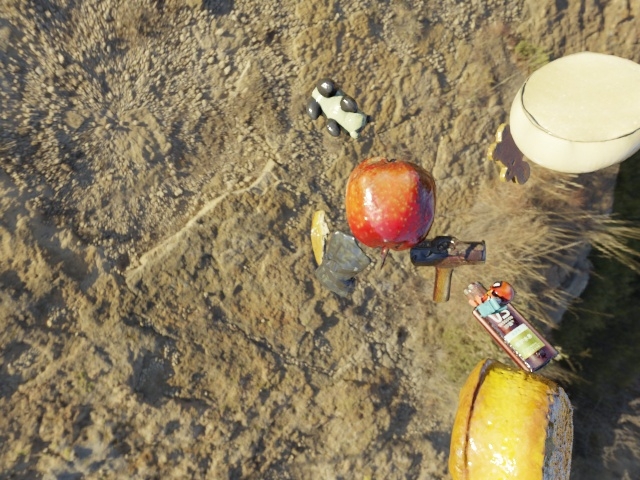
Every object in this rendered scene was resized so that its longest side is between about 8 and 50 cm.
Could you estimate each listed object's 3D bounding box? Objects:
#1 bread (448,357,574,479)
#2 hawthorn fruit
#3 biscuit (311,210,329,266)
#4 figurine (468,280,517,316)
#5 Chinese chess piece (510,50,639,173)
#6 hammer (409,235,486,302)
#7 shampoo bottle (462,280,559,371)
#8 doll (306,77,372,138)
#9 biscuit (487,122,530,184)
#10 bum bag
[{"bbox_3d":[0.351,0.376,0.740,0.312,0.173,0.311,2,87,-47],"label":"bread"},{"bbox_3d":[0.178,-0.069,1.087,0.254,0.254,0.300,4,103,-27],"label":"hawthorn fruit"},{"bbox_3d":[-0.001,0.000,1.614,0.031,0.176,0.228,-8,87,-18],"label":"biscuit"},{"bbox_3d":[0.483,0.158,1.111,0.140,0.075,0.068,-23,157,-26],"label":"figurine"},{"bbox_3d":[0.692,-0.341,1.079,0.338,0.338,0.140,-43,150,-9],"label":"Chinese chess piece"},{"bbox_3d":[0.454,0.130,1.480,0.408,0.243,0.095,72,24,-52],"label":"hammer"},{"bbox_3d":[0.604,0.272,1.325,0.129,0.323,0.084,-33,145,-1],"label":"shampoo bottle"},{"bbox_3d":[0.062,-0.451,1.394,0.234,0.135,0.143,42,123,2],"label":"doll"},{"bbox_3d":[0.824,-0.352,1.765,0.302,0.049,0.196,35,84,-31],"label":"biscuit"},{"bbox_3d":[0.062,0.080,1.223,0.137,0.310,0.074,36,58,9],"label":"bum bag"}]
